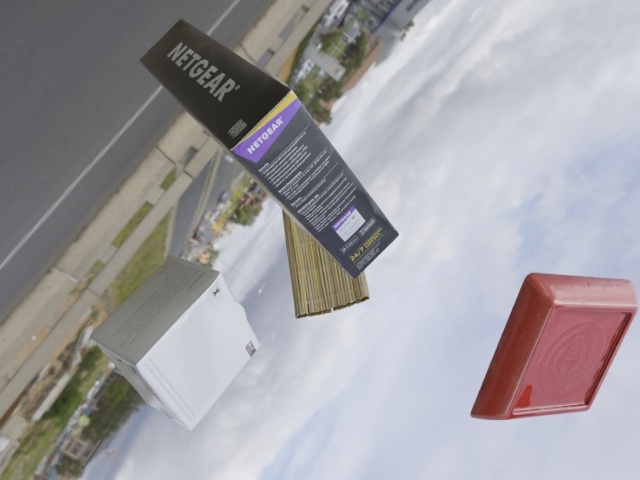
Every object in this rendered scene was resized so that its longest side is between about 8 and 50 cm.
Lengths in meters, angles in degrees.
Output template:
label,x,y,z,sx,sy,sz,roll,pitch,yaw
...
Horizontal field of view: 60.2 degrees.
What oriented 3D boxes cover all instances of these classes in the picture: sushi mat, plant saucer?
label,x,y,z,sx,sy,sz,roll,pitch,yaw
sushi mat,0.000,0.000,1.113,0.151,0.019,0.317,-17,-124,11
plant saucer,0.387,0.182,0.879,0.047,0.258,0.259,42,-58,55

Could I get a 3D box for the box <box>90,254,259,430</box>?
label,x,y,z,sx,sy,sz,roll,pitch,yaw
box,-0.215,0.155,0.854,0.119,0.181,0.182,15,-129,35

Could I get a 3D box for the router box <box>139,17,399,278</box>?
label,x,y,z,sx,sy,sz,roll,pitch,yaw
router box,-0.067,-0.116,0.665,0.081,0.243,0.309,-44,-136,-1
